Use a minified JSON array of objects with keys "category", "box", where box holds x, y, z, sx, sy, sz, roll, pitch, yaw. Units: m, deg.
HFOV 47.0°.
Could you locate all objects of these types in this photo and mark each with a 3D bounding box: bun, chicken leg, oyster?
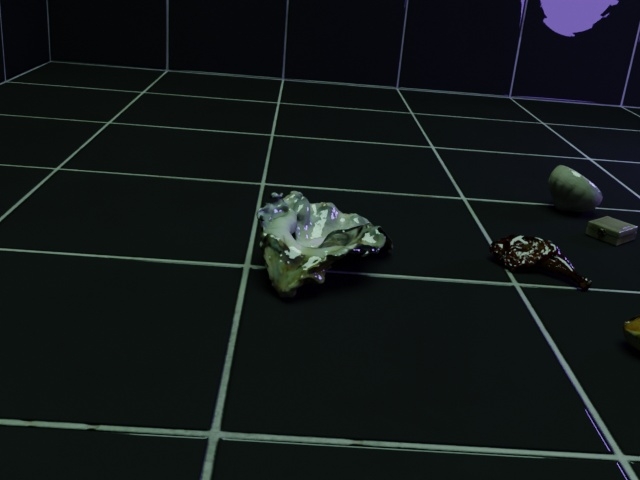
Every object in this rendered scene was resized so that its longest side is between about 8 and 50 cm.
[{"category":"bun","box":[0.607,-0.113,1.792,0.138,0.094,0.138,40,4,-3]},{"category":"chicken leg","box":[0.426,0.039,1.428,0.205,0.053,0.093,9,44,29]},{"category":"oyster","box":[0.000,0.002,1.357,0.238,0.114,0.351,19,29,11]}]

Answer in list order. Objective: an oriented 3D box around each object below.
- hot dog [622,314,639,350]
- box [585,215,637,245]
[{"category":"hot dog","box":[0.622,0.114,1.165,0.289,0.068,0.083,-18,21,-3]},{"category":"box","box":[0.649,-0.022,1.643,0.083,0.035,0.079,-13,28,-36]}]
